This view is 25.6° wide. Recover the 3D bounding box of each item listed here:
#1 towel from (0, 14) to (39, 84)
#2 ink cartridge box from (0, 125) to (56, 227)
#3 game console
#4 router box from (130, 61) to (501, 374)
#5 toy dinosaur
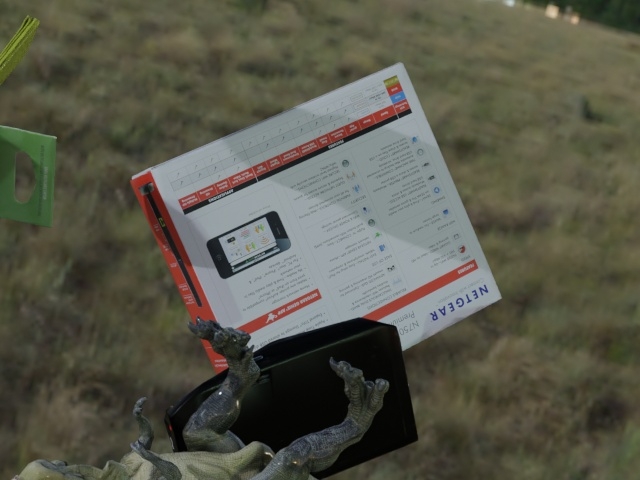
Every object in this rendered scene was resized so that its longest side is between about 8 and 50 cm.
[{"bbox_3d":[-0.427,-0.177,1.741,0.021,0.237,0.102,36,-34,-8],"label":"towel"},{"bbox_3d":[-0.313,-0.043,1.075,0.209,0.109,0.062,11,46,-3],"label":"ink cartridge box"},{"bbox_3d":[-0.002,0.249,1.253,0.213,0.361,0.044,-19,26,-16],"label":"game console"},{"bbox_3d":[0.000,0.000,1.581,0.335,0.301,0.082,-25,5,-24],"label":"router box"},{"bbox_3d":[-0.030,0.111,0.718,0.268,0.118,0.064,15,5,-28],"label":"toy dinosaur"}]
